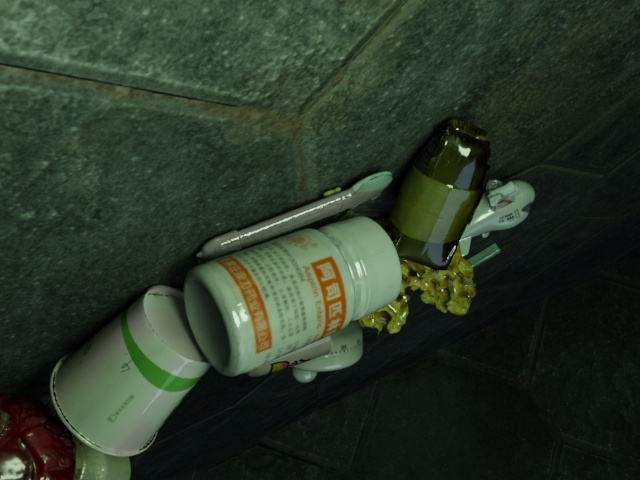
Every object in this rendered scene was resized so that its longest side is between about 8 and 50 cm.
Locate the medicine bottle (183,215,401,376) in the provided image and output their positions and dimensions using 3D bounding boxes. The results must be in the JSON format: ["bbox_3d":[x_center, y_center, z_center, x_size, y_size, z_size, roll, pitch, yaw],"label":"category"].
[{"bbox_3d":[-0.048,0.093,1.297,0.371,0.211,0.211,-19,158,-30],"label":"medicine bottle"}]

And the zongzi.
[{"bbox_3d":[0.246,-0.130,1.414,0.318,0.154,0.290,-72,-176,-63],"label":"zongzi"}]

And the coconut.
[{"bbox_3d":[-0.632,0.603,1.819,0.244,0.245,0.247,-28,151,-1],"label":"coconut"}]

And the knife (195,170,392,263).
[{"bbox_3d":[-0.048,-0.046,1.305,0.398,0.038,0.132,-23,163,-11],"label":"knife"}]

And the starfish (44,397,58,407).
[{"bbox_3d":[-0.470,0.332,1.601,0.301,0.084,0.293,-31,161,20],"label":"starfish"}]

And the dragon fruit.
[{"bbox_3d":[-0.651,0.458,1.372,0.329,0.329,0.329,-24,159,-10],"label":"dragon fruit"}]

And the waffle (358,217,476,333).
[{"bbox_3d":[0.195,0.073,1.572,0.324,0.261,0.151,-7,158,-38],"label":"waffle"}]

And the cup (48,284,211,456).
[{"bbox_3d":[-0.347,0.240,1.352,0.274,0.253,0.253,-45,154,19],"label":"cup"}]

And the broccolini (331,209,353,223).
[{"bbox_3d":[0.009,0.010,1.474,0.201,0.058,0.074,-42,162,35],"label":"broccolini"}]

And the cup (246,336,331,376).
[{"bbox_3d":[-0.110,0.218,1.642,0.200,0.192,0.253,-19,165,-16],"label":"cup"}]

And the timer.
[{"bbox_3d":[-0.001,0.290,1.861,0.233,0.240,0.233,-1,-168,0],"label":"timer"}]

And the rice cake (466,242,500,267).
[{"bbox_3d":[0.502,0.064,2.244,0.170,0.033,0.029,-32,155,12],"label":"rice cake"}]

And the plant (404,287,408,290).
[{"bbox_3d":[0.230,0.117,1.980,0.174,0.087,0.085,-38,-173,37],"label":"plant"}]

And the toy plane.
[{"bbox_3d":[0.423,-0.065,1.735,0.252,0.118,0.252,-27,160,-10],"label":"toy plane"}]
